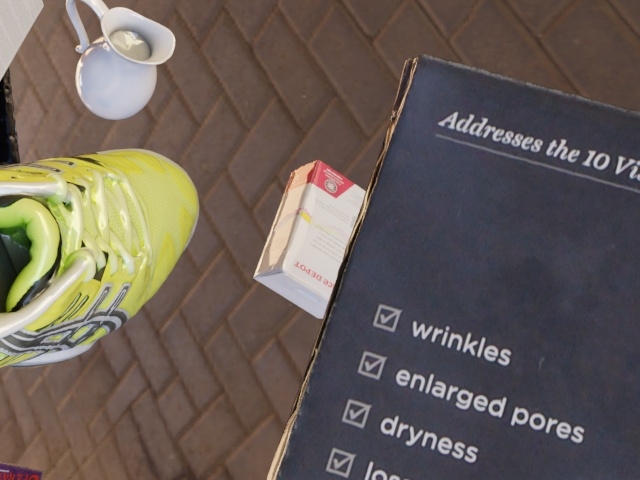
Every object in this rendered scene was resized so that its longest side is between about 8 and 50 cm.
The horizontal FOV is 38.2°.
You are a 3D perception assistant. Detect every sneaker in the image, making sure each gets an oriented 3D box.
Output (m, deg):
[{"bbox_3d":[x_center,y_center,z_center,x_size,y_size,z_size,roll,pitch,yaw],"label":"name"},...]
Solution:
[{"bbox_3d":[-0.179,0.017,0.586,0.147,0.384,0.145,-18,98,30],"label":"sneaker"}]

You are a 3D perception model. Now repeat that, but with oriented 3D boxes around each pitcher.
[{"bbox_3d":[-0.335,-0.292,1.455,0.177,0.125,0.207,39,149,-6],"label":"pitcher"}]

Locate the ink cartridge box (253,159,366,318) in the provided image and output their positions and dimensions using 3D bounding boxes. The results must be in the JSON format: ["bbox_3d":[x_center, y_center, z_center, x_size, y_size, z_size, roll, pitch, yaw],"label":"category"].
[{"bbox_3d":[0.000,0.000,2.200,0.131,0.226,0.306,-15,49,52],"label":"ink cartridge box"}]

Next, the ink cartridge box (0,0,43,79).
[{"bbox_3d":[-0.348,-0.220,0.923,0.045,0.179,0.145,20,156,7],"label":"ink cartridge box"}]

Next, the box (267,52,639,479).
[{"bbox_3d":[0.216,0.193,0.625,0.479,0.297,0.472,18,81,10],"label":"box"}]

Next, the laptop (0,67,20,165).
[{"bbox_3d":[-0.496,-0.202,1.174,0.136,0.234,0.265,-110,15,-82],"label":"laptop"}]

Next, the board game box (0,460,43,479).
[{"bbox_3d":[-0.718,0.406,1.712,0.208,0.346,0.056,3,72,44],"label":"board game box"}]
